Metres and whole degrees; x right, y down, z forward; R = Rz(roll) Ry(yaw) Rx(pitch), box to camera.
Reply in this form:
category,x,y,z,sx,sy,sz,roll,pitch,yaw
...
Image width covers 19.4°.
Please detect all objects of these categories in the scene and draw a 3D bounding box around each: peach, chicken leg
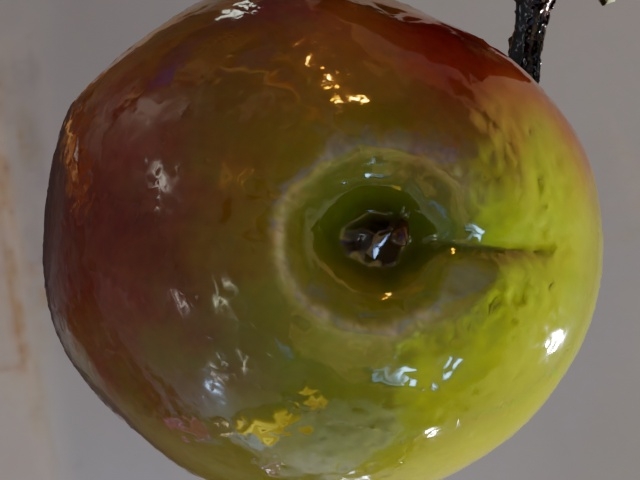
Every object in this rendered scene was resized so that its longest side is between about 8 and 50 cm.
category,x,y,z,sx,sy,sz,roll,pitch,yaw
peach,0.000,0.000,0.764,0.231,0.231,0.231,11,-75,47
chicken leg,0.135,-0.190,1.160,0.106,0.051,0.253,105,-4,-70

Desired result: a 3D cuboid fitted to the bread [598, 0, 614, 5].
category,x,y,z,sx,sy,sz,roll,pitch,yaw
bread,0.081,-0.342,0.953,0.405,0.345,0.242,38,-72,8
